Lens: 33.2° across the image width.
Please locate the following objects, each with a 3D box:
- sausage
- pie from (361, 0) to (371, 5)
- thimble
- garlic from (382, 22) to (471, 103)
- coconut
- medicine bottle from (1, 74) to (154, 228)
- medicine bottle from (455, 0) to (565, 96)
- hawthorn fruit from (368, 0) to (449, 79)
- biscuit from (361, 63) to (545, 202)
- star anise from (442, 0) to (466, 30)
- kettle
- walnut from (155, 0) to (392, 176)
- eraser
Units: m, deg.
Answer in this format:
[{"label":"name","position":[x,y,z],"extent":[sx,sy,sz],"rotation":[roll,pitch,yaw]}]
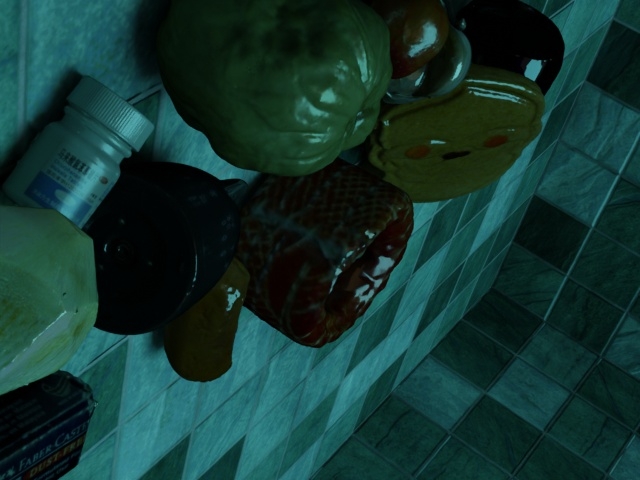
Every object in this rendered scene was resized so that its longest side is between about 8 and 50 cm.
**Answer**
[{"label":"sausage","position":[-0.194,0.129,1.792],"extent":[0.133,0.133,0.258],"rotation":[-35,149,-48]},{"label":"pie","position":[0.026,-0.344,1.662],"extent":[0.306,0.071,0.306],"rotation":[-50,160,-25]},{"label":"thimble","position":[-0.004,0.011,1.919],"extent":[0.350,0.230,0.350],"rotation":[-50,161,-24]},{"label":"garlic","position":[0.133,-0.321,1.823],"extent":[0.256,0.207,0.207],"rotation":[-38,154,-47]},{"label":"coconut","position":[-0.348,0.054,1.150],"extent":[0.237,0.197,0.237],"rotation":[-41,164,-15]},{"label":"medicine bottle","position":[-0.280,-0.095,1.243],"extent":[0.168,0.105,0.105],"rotation":[-55,161,-5]},{"label":"medicine bottle","position":[0.324,-0.300,2.239],"extent":[0.242,0.242,0.395],"rotation":[-39,165,-42]},{"label":"hawthorn fruit","position":[0.123,-0.318,1.642],"extent":[0.138,0.133,0.133],"rotation":[-59,162,-8]},{"label":"biscuit","position":[0.257,-0.198,2.112],"extent":[0.349,0.078,0.455],"rotation":[-10,154,-7]},{"label":"star anise","position":[0.202,-0.426,1.739],"extent":[0.218,0.227,0.148],"rotation":[-21,146,-53]},{"label":"kettle","position":[-0.231,0.004,1.447],"extent":[0.268,0.207,0.290],"rotation":[-34,-178,19]},{"label":"walnut","position":[-0.052,-0.222,1.342],"extent":[0.282,0.277,0.253],"rotation":[-35,162,-22]},{"label":"eraser","position":[-0.452,0.305,1.475],"extent":[0.332,0.101,0.155],"rotation":[-33,150,-52]}]
